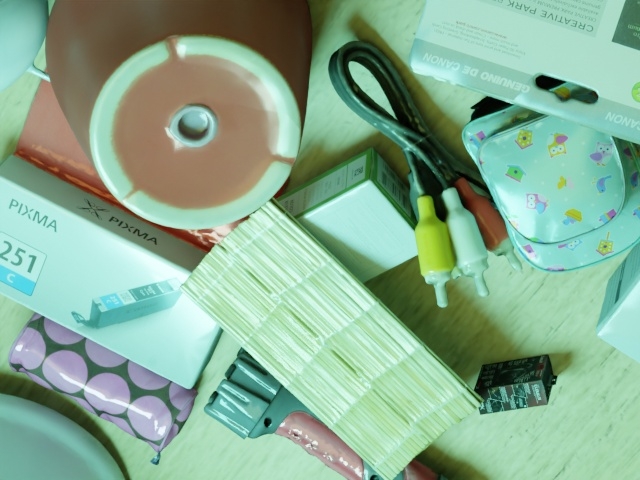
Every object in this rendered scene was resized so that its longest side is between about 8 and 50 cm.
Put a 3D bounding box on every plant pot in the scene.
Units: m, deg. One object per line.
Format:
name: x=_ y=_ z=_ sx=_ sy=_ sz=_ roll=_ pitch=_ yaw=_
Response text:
plant pot: x=-0.128 y=-0.149 z=1.757 sx=0.275 sy=0.243 sz=0.275 roll=-3 pitch=116 yaw=-6

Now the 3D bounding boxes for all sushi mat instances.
sushi mat: x=0.010 y=0.106 z=1.904 sx=0.316 sy=0.019 sz=0.151 roll=44 pitch=118 yaw=-9

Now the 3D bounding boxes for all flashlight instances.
flashlight: x=0.016 y=0.240 z=2.008 sx=0.304 sy=0.103 sz=0.103 roll=32 pitch=112 yaw=-2

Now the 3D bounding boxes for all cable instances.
cable: x=0.117 y=-0.081 z=1.847 sx=0.072 sy=0.139 sz=0.287 roll=-18 pitch=95 yaw=63

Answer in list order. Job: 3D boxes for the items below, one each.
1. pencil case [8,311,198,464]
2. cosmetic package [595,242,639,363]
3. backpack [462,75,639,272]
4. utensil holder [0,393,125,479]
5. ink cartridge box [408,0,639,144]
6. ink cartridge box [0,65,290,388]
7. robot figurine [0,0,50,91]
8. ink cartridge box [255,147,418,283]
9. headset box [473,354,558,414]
pencil case: x=-0.246 y=0.159 z=2.051 sx=0.209 sy=0.098 sz=0.095 roll=32 pitch=77 yaw=1
cosmetic package: x=0.430 y=0.043 z=1.797 sx=0.224 sy=0.138 sz=0.224 roll=34 pitch=118 yaw=-1
backpack: x=0.243 y=-0.063 z=1.799 sx=0.166 sy=0.144 sz=0.188 roll=-23 pitch=109 yaw=16
utensil holder: x=-0.401 y=0.403 z=2.001 sx=0.327 sy=0.385 sz=0.327 roll=3 pitch=120 yaw=5
ink cartridge box: x=0.264 y=-0.251 z=1.703 sx=0.309 sy=0.130 sz=0.272 roll=19 pitch=109 yaw=6
ink cartridge box: x=-0.217 y=-0.015 z=1.979 sx=0.296 sy=0.066 sz=0.261 roll=26 pitch=118 yaw=2
robot figurine: x=-0.406 y=-0.279 z=1.837 sx=0.300 sy=0.200 sz=0.353 roll=-30 pitch=104 yaw=2
ink cartridge box: x=0.000 y=0.000 z=1.915 sx=0.209 sy=0.062 sz=0.109 roll=-29 pitch=122 yaw=24
headset box: x=0.210 y=0.152 z=1.942 sx=0.083 sy=0.062 sz=0.032 roll=-10 pitch=111 yaw=17
